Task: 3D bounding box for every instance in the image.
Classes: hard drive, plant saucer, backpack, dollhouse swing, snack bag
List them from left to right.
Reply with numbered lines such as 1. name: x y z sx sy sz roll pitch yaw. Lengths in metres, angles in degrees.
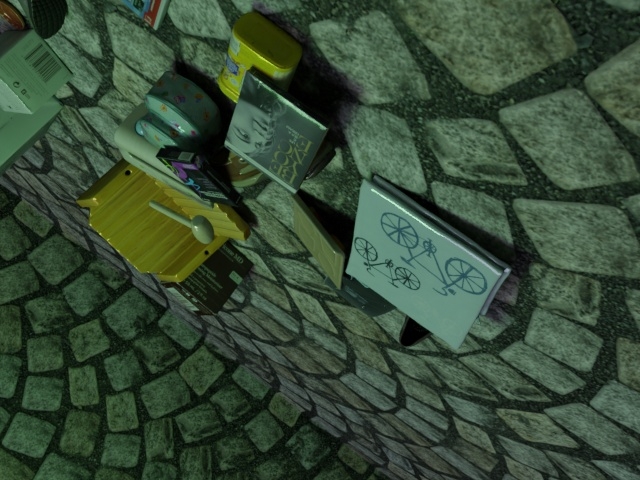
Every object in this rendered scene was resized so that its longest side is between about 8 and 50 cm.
1. plant saucer: -0.748 -0.547 1.716 0.083 0.013 0.083 29 157 14
2. dollhouse swing: -0.415 -0.044 1.906 0.347 0.315 0.305 50 174 -29
3. backpack: -0.289 -0.251 1.476 0.166 0.144 0.188 36 156 10
4. hard drive: 0.113 0.103 1.715 0.172 0.054 0.255 37 158 -3
5. snack bag: 0.199 0.059 1.431 0.323 0.037 0.343 35 150 18

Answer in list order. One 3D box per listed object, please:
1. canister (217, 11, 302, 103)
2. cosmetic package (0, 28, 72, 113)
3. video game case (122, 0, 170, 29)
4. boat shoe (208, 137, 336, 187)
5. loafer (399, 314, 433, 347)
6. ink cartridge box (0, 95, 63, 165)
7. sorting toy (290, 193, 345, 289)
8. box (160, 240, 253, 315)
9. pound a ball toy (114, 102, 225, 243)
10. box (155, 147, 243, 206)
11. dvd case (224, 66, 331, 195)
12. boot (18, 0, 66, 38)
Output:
1. canister: -0.104 -0.294 1.212 0.126 0.073 0.170 36 157 -1
2. cosmetic package: -0.764 -0.426 1.796 0.183 0.151 0.151 12 147 45
3. video game case: -0.377 -0.513 1.232 0.285 0.025 0.204 40 157 -9
4. boat shoe: -0.111 -0.188 1.397 0.324 0.123 0.120 -1 133 44
5. loafer: 0.248 0.174 1.606 0.109 0.095 0.302 33 158 5
6. ink cartridge box: -0.944 -0.315 2.121 0.151 0.270 0.395 44 156 -16
7. sorting toy: 0.000 0.000 1.633 0.193 0.038 0.208 52 167 23
8. box: -0.352 0.104 2.189 0.168 0.203 0.167 43 157 -18
9. pound a ball toy: -0.331 -0.163 1.623 0.319 0.208 0.136 30 157 16
10. box: -0.247 -0.128 1.457 0.116 0.029 0.162 12 158 41
11. dvd case: -0.082 -0.183 1.243 0.164 0.018 0.221 35 149 2
12. boot: -0.626 -0.551 1.472 0.161 0.083 0.246 36 153 19
